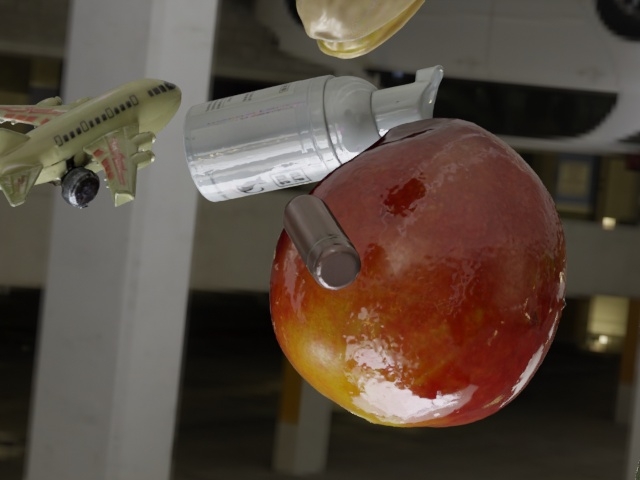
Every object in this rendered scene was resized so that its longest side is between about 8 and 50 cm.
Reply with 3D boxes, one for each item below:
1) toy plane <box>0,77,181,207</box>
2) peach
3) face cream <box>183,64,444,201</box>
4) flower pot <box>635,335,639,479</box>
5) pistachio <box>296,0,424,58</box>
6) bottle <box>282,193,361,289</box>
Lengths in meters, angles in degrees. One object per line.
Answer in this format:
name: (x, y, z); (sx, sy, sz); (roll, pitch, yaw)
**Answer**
toy plane: (-0.226, -0.094, 1.375); (0.229, 0.092, 0.244); (30, -144, 33)
peach: (0.131, 0.038, 1.787); (0.388, 0.388, 0.388); (6, -178, 0)
face cream: (0.001, -0.157, 2.032); (0.369, 0.145, 0.145); (-11, 176, 21)
flower pot: (0.403, 0.207, 1.323); (0.290, 0.259, 0.290); (18, 151, 11)
pistachio: (0.049, -0.294, 1.549); (0.145, 0.200, 0.117); (13, 159, 20)
bottle: (0.000, 0.000, 1.501); (0.053, 0.053, 0.140); (5, -157, -19)
